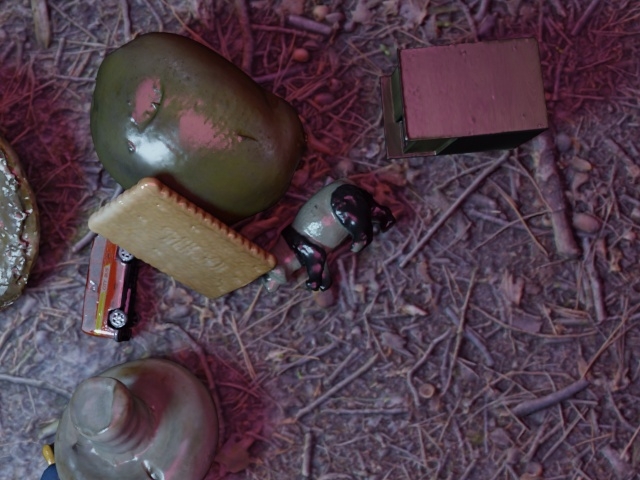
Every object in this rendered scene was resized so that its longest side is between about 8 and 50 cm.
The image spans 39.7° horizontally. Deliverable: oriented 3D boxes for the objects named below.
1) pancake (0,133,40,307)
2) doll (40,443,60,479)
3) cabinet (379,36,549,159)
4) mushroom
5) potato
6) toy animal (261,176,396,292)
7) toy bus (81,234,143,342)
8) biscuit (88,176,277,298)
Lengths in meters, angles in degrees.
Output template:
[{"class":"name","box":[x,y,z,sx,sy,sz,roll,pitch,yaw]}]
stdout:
[{"class":"pancake","box":[-0.593,-0.039,1.278,0.386,0.082,0.387,-3,112,-7]},{"class":"doll","box":[-0.398,0.400,1.323,0.102,0.089,0.179,10,62,-4]},{"class":"cabinet","box":[0.212,-0.218,1.366,0.215,0.175,0.148,-6,87,-4]},{"class":"mushroom","box":[-0.272,0.274,1.258,0.243,0.243,0.244,0,86,-5]},{"class":"potato","box":[-0.191,-0.155,1.305,0.326,0.221,0.243,35,87,-8]},{"class":"toy animal","box":[0.000,0.000,1.375,0.225,0.094,0.121,-44,80,3]},{"class":"toy bus","box":[-0.316,0.065,1.354,0.077,0.079,0.174,5,85,5]},{"class":"biscuit","box":[-0.197,0.001,1.292,0.249,0.160,0.030,34,45,-32]}]
